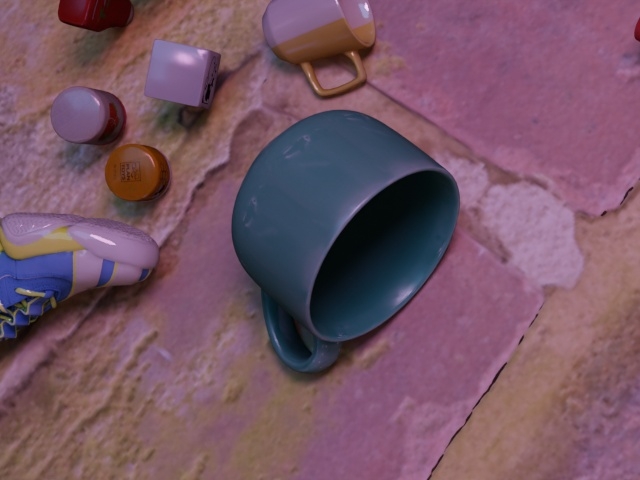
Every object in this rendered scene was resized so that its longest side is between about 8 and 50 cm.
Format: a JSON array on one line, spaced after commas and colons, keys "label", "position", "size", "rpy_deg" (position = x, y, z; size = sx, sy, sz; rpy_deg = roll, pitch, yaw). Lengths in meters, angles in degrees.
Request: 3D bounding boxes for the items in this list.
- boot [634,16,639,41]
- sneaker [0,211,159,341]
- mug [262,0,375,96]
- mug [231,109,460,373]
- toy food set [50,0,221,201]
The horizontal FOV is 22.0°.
[{"label": "boot", "position": [0.275, -0.082, 0.986], "size": [0.176, 0.088, 0.244], "rpy_deg": [-4, 70, 27]}, {"label": "sneaker", "position": [-0.223, 0.042, 1.134], "size": [0.240, 0.091, 0.126], "rpy_deg": [4, 91, 21]}, {"label": "mug", "position": [-0.004, -0.144, 1.121], "size": [0.064, 0.062, 0.078], "rpy_deg": [-20, 59, 22]}, {"label": "mug", "position": [-0.001, -0.006, 1.029], "size": [0.097, 0.129, 0.157], "rpy_deg": [40, 89, 31]}, {"label": "toy food set", "position": [-0.118, -0.145, 1.161], "size": [0.111, 0.104, 0.232], "rpy_deg": [11, 93, 10]}]
